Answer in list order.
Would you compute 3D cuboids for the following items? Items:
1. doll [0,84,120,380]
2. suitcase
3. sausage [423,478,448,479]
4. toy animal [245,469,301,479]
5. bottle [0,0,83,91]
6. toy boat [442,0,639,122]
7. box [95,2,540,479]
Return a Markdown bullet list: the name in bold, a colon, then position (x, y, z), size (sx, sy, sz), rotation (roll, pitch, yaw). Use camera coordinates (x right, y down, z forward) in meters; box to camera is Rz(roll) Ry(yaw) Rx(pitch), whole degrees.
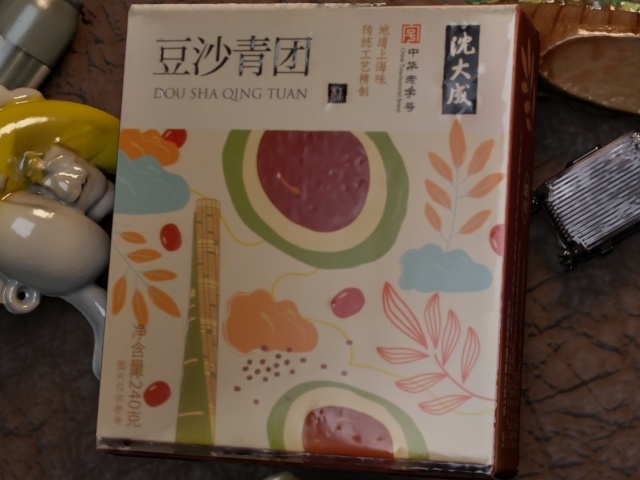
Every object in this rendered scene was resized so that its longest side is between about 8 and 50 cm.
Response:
- **doll**: position (-0.261, -0.017, 1.582), size (0.252, 0.111, 0.237), rotation (22, 74, -20)
- **suitcase**: position (0.251, -0.037, 1.515), size (0.126, 0.059, 0.086), rotation (-31, 79, 5)
- **sausage**: position (0.039, 0.095, 1.536), size (0.078, 0.078, 0.304), rotation (-40, 76, 5)
- **toy animal**: position (-0.052, 0.312, 1.396), size (0.188, 0.358, 0.227), rotation (34, 131, 33)
- **bottle**: position (-0.325, -0.143, 1.642), size (0.254, 0.079, 0.096), rotation (-53, 47, 3)
- **toy boat**: position (0.236, -0.165, 1.516), size (0.292, 0.099, 0.109), rotation (13, 112, 12)
- **box**: position (0.000, 0.000, 1.456), size (0.344, 0.122, 0.385), rotation (2, 84, 17)
